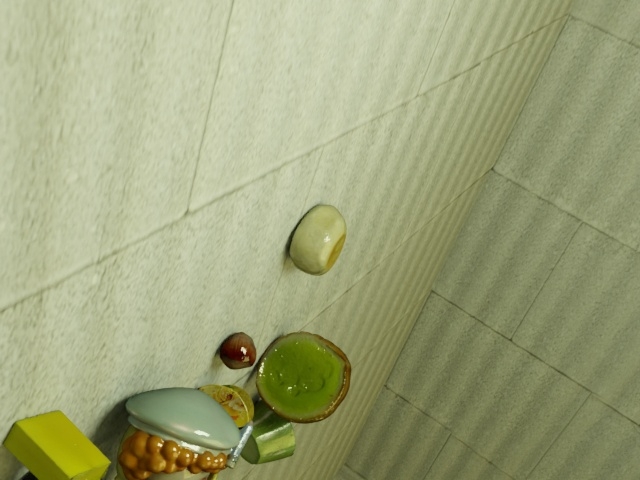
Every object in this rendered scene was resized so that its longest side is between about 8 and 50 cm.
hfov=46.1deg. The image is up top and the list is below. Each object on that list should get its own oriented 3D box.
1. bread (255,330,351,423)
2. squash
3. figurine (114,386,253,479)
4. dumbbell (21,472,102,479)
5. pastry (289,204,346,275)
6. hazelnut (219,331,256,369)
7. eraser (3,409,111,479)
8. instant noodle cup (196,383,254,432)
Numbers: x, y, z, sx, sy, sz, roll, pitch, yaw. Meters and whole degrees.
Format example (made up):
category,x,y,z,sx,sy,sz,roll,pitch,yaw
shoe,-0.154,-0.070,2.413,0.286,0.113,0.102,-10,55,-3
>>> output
category,x,y,z,sx,sy,sz,roll,pitch,yaw
bread,-0.040,0.333,1.836,0.236,0.236,0.070,-53,162,-12
squash,-0.150,0.512,1.982,0.122,0.170,0.170,-23,144,-39
figurine,-0.311,0.419,1.358,0.224,0.205,0.382,23,112,-41
dumbbell,-0.394,0.452,1.188,0.143,0.143,0.326,-43,143,-36
pastry,0.000,0.000,1.603,0.156,0.092,0.156,-57,168,-18
hazelnut,-0.171,0.232,1.583,0.086,0.086,0.086,-48,160,-24
eraser,-0.379,0.308,1.090,0.045,0.122,0.097,-57,161,9
instant noodle cup,-0.214,0.375,1.619,0.152,0.151,0.122,-58,174,3
